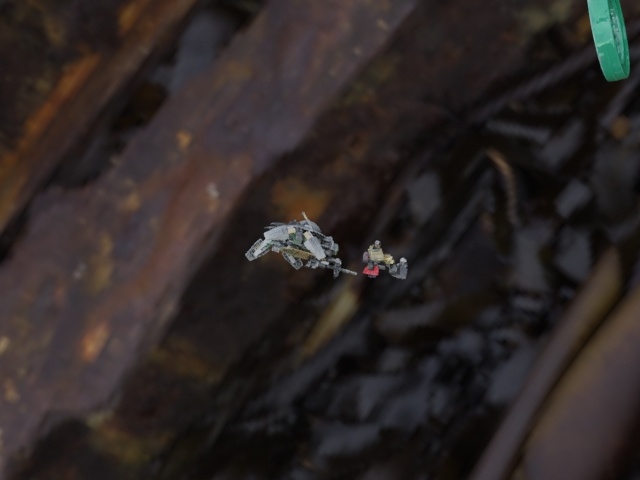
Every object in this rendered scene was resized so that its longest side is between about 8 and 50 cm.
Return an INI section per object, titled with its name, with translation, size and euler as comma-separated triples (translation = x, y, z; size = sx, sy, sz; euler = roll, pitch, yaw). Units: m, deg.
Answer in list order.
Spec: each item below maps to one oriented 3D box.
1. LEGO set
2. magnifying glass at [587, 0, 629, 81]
[LEGO set]
translation = 0.002, 0.001, 0.882
size = 0.083, 0.054, 0.023
euler = 8, 78, 21
[magnifying glass]
translation = 0.259, -0.264, 1.837
size = 0.026, 0.092, 0.231
euler = -9, 101, 18
